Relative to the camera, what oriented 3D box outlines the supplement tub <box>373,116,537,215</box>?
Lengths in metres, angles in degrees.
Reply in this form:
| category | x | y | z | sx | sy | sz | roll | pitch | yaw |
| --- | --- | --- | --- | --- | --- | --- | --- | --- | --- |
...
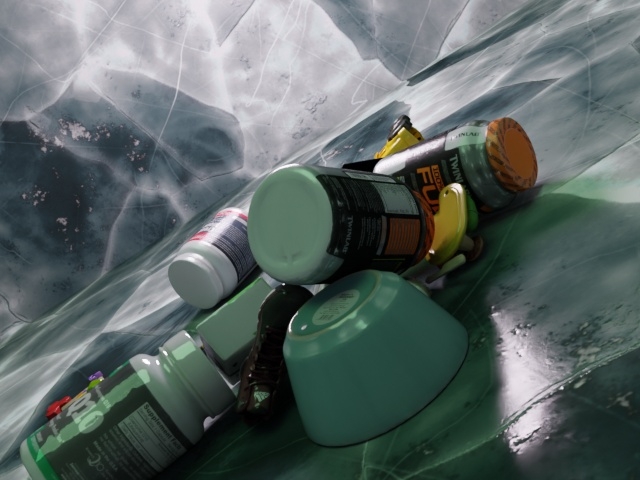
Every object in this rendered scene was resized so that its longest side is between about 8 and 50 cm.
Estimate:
| category | x | y | z | sx | sy | sz | roll | pitch | yaw |
| --- | --- | --- | --- | --- | --- | --- | --- | --- | --- |
| supplement tub | 0.278 | -0.133 | 1.683 | 0.316 | 0.193 | 0.193 | -21 | 20 | 41 |

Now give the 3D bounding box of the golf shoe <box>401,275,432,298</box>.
| category | x | y | z | sx | sy | sz | roll | pitch | yaw |
| --- | --- | --- | --- | --- | --- | --- | --- | --- | --- |
| golf shoe | 0.134 | 0.120 | 1.463 | 0.086 | 0.067 | 0.186 | -54 | 14 | -29 |

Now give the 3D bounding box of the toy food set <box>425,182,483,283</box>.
| category | x | y | z | sx | sy | sz | roll | pitch | yaw |
| --- | --- | --- | --- | --- | --- | --- | --- | --- | --- |
| toy food set | 0.262 | -0.006 | 1.532 | 0.128 | 0.071 | 0.217 | -45 | 29 | 45 |

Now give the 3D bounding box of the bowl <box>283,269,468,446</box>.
| category | x | y | z | sx | sy | sz | roll | pitch | yaw |
| --- | --- | --- | --- | --- | --- | --- | --- | --- | --- |
| bowl | 0.062 | 0.163 | 1.288 | 0.312 | 0.163 | 0.311 | -31 | 17 | 10 |

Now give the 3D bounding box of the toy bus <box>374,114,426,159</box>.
| category | x | y | z | sx | sy | sz | roll | pitch | yaw |
| --- | --- | --- | --- | --- | --- | --- | --- | --- | --- |
| toy bus | 0.215 | -0.221 | 2.219 | 0.211 | 0.149 | 0.220 | -46 | 10 | 16 |

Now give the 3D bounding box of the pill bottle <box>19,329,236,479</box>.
| category | x | y | z | sx | sy | sz | roll | pitch | yaw |
| --- | --- | --- | --- | --- | --- | --- | --- | --- | --- |
| pill bottle | -0.349 | 0.344 | 1.494 | 0.361 | 0.204 | 0.204 | -38 | 16 | -14 |

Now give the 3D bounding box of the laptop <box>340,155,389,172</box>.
| category | x | y | z | sx | sy | sz | roll | pitch | yaw |
| --- | --- | --- | --- | --- | --- | --- | --- | --- | --- |
| laptop | 0.079 | -0.092 | 1.884 | 0.234 | 0.136 | 0.264 | -13 | -5 | -37 |

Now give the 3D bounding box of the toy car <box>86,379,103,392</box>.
| category | x | y | z | sx | sy | sz | roll | pitch | yaw |
| --- | --- | --- | --- | --- | --- | --- | --- | --- | --- |
| toy car | -0.401 | 0.371 | 1.666 | 0.188 | 0.149 | 0.155 | -16 | 33 | 17 |

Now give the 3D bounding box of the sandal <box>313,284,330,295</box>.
| category | x | y | z | sx | sy | sz | roll | pitch | yaw |
| --- | --- | --- | --- | --- | --- | --- | --- | --- | --- |
| sandal | 0.040 | 0.086 | 1.657 | 0.102 | 0.169 | 0.416 | 8 | 21 | 1 |

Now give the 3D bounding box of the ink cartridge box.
| category | x | y | z | sx | sy | sz | roll | pitch | yaw |
| --- | --- | --- | --- | --- | --- | --- | --- | --- | --- |
| ink cartridge box | -0.149 | 0.186 | 1.597 | 0.160 | 0.092 | 0.219 | -39 | -17 | -16 |

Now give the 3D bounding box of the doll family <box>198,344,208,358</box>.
| category | x | y | z | sx | sy | sz | roll | pitch | yaw |
| --- | --- | --- | --- | --- | --- | --- | --- | --- | --- |
| doll family | -0.267 | 0.247 | 1.876 | 0.193 | 0.076 | 0.111 | -39 | 20 | 0 |

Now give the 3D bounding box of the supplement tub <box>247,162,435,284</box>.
| category | x | y | z | sx | sy | sz | roll | pitch | yaw |
| --- | --- | --- | --- | --- | --- | --- | --- | --- | --- |
| supplement tub | 0.050 | -0.025 | 1.445 | 0.207 | 0.207 | 0.338 | -22 | -15 | 37 |

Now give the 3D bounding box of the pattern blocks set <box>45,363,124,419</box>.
| category | x | y | z | sx | sy | sz | roll | pitch | yaw |
| --- | --- | --- | --- | --- | --- | --- | --- | --- | --- |
| pattern blocks set | -0.610 | 0.423 | 2.112 | 0.285 | 0.026 | 0.325 | -37 | 16 | -10 |

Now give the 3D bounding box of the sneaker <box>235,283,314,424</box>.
| category | x | y | z | sx | sy | sz | roll | pitch | yaw |
| --- | --- | --- | --- | --- | --- | --- | --- | --- | --- |
| sneaker | -0.080 | 0.220 | 1.403 | 0.162 | 0.107 | 0.281 | -81 | 9 | -54 |

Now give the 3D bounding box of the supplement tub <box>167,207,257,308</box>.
| category | x | y | z | sx | sy | sz | roll | pitch | yaw |
| --- | --- | --- | --- | --- | --- | --- | --- | --- | --- |
| supplement tub | -0.287 | 0.048 | 2.283 | 0.191 | 0.191 | 0.272 | -20 | 20 | 41 |
